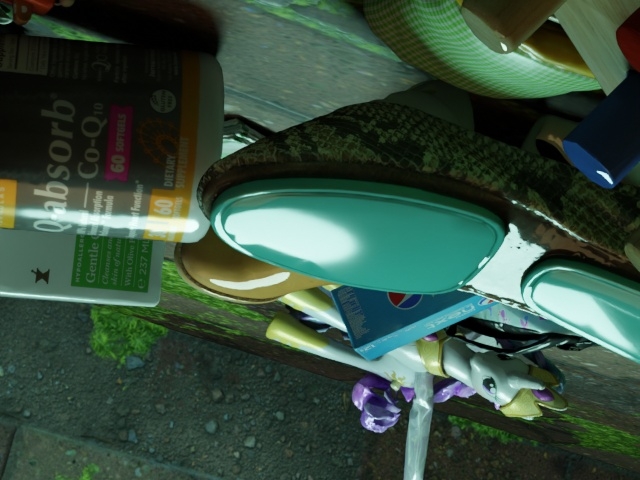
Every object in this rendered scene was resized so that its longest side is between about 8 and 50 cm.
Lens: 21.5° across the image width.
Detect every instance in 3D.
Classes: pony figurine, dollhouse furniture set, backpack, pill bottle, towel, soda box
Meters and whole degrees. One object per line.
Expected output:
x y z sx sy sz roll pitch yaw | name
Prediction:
0.115 0.147 2.060 0.363 0.303 0.351 28 162 7 | pony figurine
0.176 -0.065 1.097 0.301 0.151 0.197 18 169 -17 | dollhouse furniture set
0.219 0.056 1.740 0.152 0.115 0.182 -2 -175 -33 | backpack
-0.224 -0.086 1.367 0.278 0.162 0.162 4 171 -10 | pill bottle
-0.060 -0.086 1.656 0.152 0.023 0.113 21 170 -40 | towel
0.122 0.042 1.643 0.210 0.067 0.071 -24 163 6 | soda box

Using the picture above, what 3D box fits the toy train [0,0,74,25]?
-0.275 -0.187 1.343 0.125 0.046 0.166 20 168 -24 | toy train

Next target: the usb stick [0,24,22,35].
-0.375 -0.176 1.531 0.278 0.045 0.077 6 162 38 | usb stick

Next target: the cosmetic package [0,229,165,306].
-0.330 -0.048 1.540 0.365 0.197 0.155 5 179 -39 | cosmetic package

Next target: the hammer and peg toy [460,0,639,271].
0.182 -0.099 0.796 0.361 0.127 0.266 50 171 -31 | hammer and peg toy

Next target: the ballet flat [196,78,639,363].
0.146 -0.025 1.272 0.483 0.182 0.164 16 147 -12 | ballet flat

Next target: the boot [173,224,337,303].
0.000 0.000 1.716 0.283 0.109 0.220 7 166 -8 | boot
